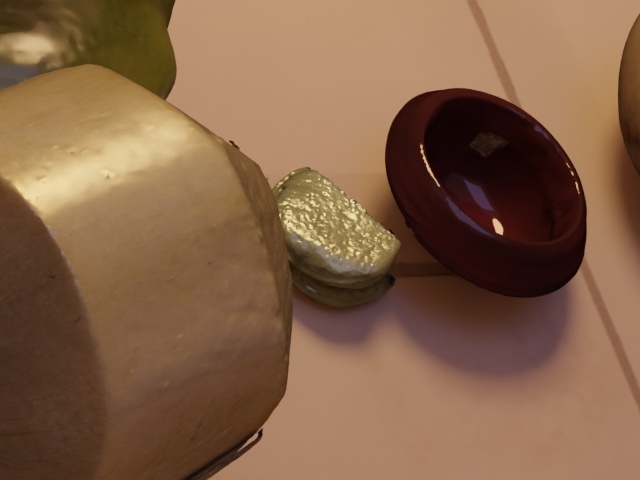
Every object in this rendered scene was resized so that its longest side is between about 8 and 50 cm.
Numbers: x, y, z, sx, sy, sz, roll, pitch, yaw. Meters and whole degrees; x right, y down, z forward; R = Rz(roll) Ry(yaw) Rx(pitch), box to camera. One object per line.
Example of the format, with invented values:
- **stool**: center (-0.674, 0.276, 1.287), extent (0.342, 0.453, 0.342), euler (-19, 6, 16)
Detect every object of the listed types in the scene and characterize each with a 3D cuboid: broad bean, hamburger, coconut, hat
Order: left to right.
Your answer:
- **broad bean**: center (-0.222, -0.154, 1.364), extent (0.238, 0.119, 0.291), euler (42, 48, 11)
- **coconut**: center (-0.177, 0.047, 1.134), extent (0.323, 0.323, 0.323), euler (15, 51, -19)
- **hamburger**: center (-0.002, 0.002, 1.423), extent (0.084, 0.054, 0.121), euler (-33, 74, -36)
- **hat**: center (0.129, -0.032, 1.493), extent (0.205, 0.089, 0.205), euler (18, 46, -20)

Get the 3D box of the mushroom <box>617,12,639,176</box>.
- **mushroom**: center (0.420, -0.133, 1.589), extent (0.297, 0.290, 0.297), euler (14, 52, -18)
